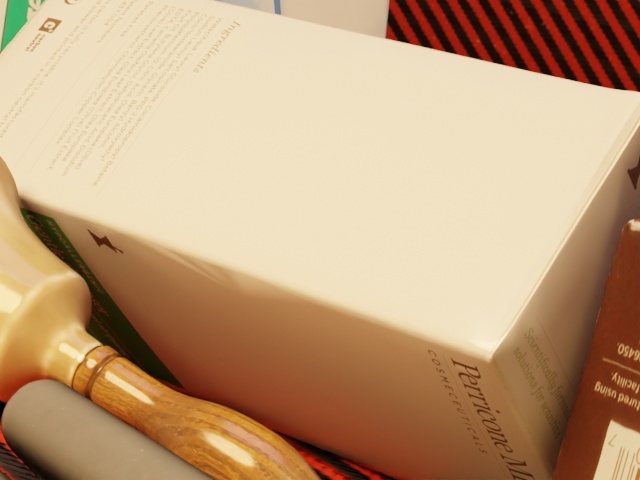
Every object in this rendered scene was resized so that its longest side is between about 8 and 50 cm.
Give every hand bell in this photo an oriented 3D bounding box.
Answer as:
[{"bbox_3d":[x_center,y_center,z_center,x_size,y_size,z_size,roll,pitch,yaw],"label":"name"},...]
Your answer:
[{"bbox_3d":[-0.093,0.065,0.774,0.242,0.126,0.126,30,11,22],"label":"hand bell"}]

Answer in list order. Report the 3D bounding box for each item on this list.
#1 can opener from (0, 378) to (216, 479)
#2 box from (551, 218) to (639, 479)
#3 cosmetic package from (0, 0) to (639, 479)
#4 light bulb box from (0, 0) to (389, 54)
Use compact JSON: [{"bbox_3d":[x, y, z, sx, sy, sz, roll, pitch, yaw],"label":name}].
[{"bbox_3d":[-0.028,0.117,0.497,0.280,0.074,0.093,23,-25,51],"label":"can opener"},{"bbox_3d":[0.228,0.100,0.727,0.203,0.167,0.168,11,6,-33],"label":"box"},{"bbox_3d":[0.000,0.000,0.893,0.365,0.155,0.197,18,-27,37],"label":"cosmetic package"},{"bbox_3d":[-0.155,-0.170,1.366,0.361,0.358,0.225,12,-16,-25],"label":"light bulb box"}]
